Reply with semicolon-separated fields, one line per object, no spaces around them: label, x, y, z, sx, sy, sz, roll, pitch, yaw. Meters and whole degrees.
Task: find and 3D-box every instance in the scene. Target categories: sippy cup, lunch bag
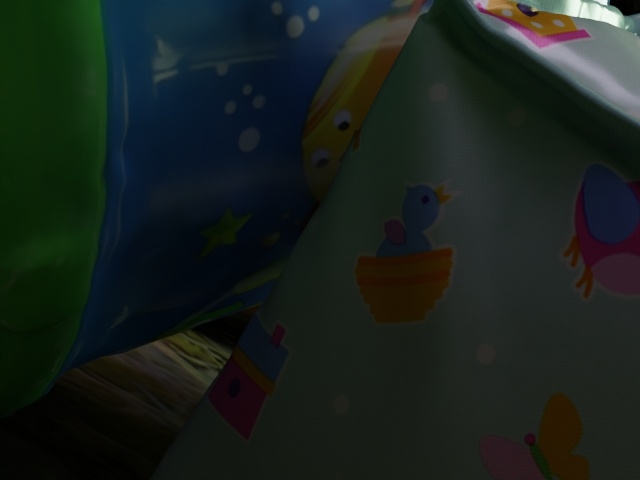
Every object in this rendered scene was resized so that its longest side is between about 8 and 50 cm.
sippy cup;-0.042;-0.075;0.583;0.224;0.240;0.305;-10;20;-29
lunch bag;0.101;0.090;0.487;0.262;0.223;0.160;40;21;27

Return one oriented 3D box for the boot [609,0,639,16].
boot;0.178;-0.082;1.168;0.260;0.131;0.348;22;9;-45

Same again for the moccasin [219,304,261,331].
moccasin;0.084;0.010;0.913;0.380;0.147;0.139;27;14;-22

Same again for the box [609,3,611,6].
box;0.093;0.019;0.737;0.220;0.051;0.175;56;-29;-5
